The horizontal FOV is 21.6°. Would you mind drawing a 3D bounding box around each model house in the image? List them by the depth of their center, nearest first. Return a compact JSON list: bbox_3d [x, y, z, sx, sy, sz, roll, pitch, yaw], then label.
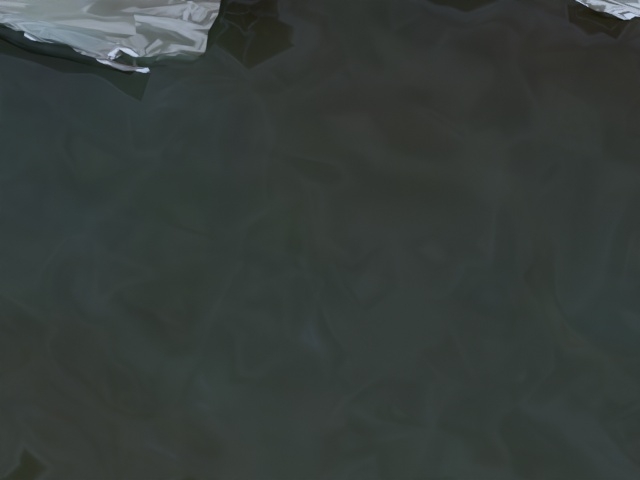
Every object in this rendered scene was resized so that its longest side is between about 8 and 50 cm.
[{"bbox_3d":[0.000,0.000,0.675,0.445,0.400,0.395,12,-58,8],"label":"model house"}]
